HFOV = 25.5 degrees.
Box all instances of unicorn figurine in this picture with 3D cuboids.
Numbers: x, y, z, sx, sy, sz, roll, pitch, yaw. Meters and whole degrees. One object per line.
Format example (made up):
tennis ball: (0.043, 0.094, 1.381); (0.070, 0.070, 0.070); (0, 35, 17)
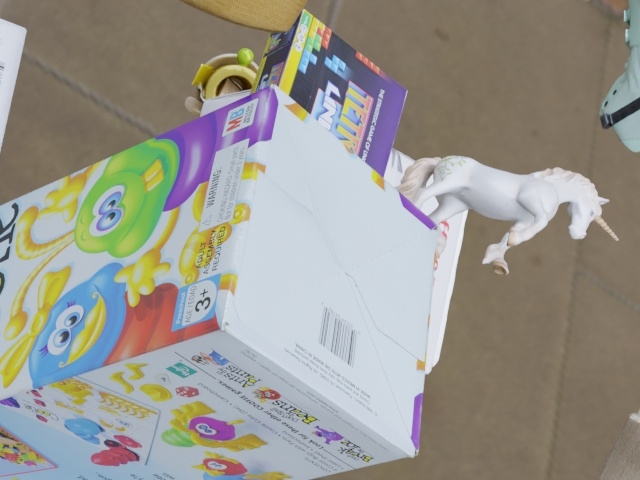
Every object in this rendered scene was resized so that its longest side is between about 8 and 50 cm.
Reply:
unicorn figurine: (0.129, -0.023, 0.983); (0.162, 0.060, 0.111); (27, 47, 8)

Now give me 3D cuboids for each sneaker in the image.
sneaker: (0.389, -0.233, 1.764); (0.094, 0.151, 0.255); (18, 48, -36)

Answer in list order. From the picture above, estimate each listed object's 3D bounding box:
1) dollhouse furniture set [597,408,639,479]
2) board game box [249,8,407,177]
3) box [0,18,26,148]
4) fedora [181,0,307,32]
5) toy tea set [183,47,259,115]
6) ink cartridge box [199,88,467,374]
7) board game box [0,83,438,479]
dollhouse furniture set: (0.290, 0.165, 1.031); (0.144, 0.123, 0.151); (27, 37, 15)
board game box: (-0.001, -0.099, 1.278); (0.141, 0.048, 0.170); (33, 59, -31)
box: (-0.460, -0.184, 1.640); (0.182, 0.119, 0.180); (18, 74, -34)
fedora: (-0.061, -0.172, 0.813); (0.194, 0.194, 0.079); (17, 97, -33)
toy tea set: (-0.098, -0.046, 1.667); (0.200, 0.124, 0.336); (22, 100, -18)
ink cartridge box: (0.000, 0.000, 1.400); (0.283, 0.117, 0.207); (26, 70, -40)
board game box: (-0.093, 0.051, 0.757); (0.144, 0.275, 0.142); (39, 46, -37)
